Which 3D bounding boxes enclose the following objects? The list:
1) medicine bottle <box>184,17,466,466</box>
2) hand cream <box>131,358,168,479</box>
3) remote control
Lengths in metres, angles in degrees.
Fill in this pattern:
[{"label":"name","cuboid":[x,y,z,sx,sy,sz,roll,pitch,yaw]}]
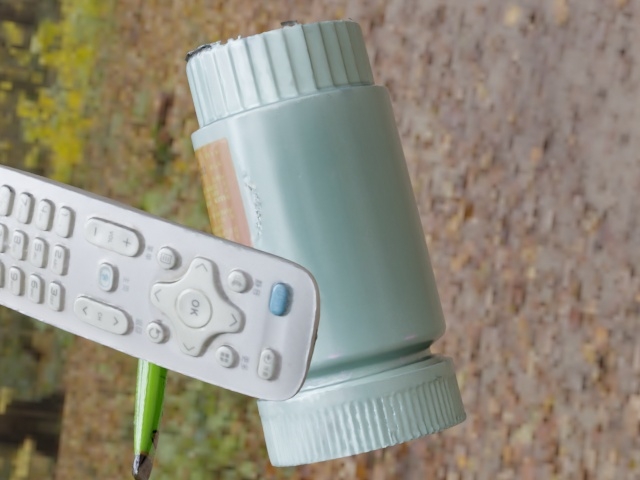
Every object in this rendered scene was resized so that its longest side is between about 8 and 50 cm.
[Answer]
[{"label":"medicine bottle","cuboid":[0.000,0.000,1.205,0.158,0.158,0.318,163,94,-76]},{"label":"hand cream","cuboid":[-0.126,0.119,1.165,0.036,0.023,0.122,78,-165,-65]},{"label":"remote control","cuboid":[-0.100,0.013,0.787,0.044,0.229,0.073,-23,-53,-62]}]
